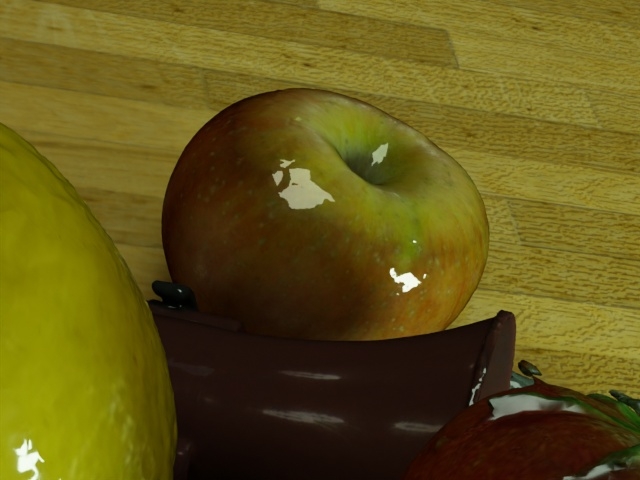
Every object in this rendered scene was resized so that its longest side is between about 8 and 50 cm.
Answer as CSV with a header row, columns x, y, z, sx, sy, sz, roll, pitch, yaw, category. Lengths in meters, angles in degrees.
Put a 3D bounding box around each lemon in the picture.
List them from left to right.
x,y,z,sx,sy,sz,roll,pitch,yaw,category
-0.242,0.076,1.016,0.364,0.364,0.364,13,37,-10,lemon

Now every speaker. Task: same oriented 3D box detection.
x,y,z,sx,sy,sz,roll,pitch,yaw,category
-0.056,0.154,1.232,0.329,0.198,0.259,5,77,10,speaker

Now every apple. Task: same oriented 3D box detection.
x,y,z,sx,sy,sz,roll,pitch,yaw,category
0.000,0.000,1.409,0.234,0.173,0.210,24,31,-10,apple

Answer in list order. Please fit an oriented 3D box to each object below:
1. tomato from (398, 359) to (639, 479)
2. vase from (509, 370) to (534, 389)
x,y,z,sx,sy,sz,roll,pitch,yaw,category
0.157,0.217,1.018,0.303,0.239,0.303,25,8,-4,tomato
0.176,0.129,1.417,0.167,0.059,0.059,24,36,6,vase
